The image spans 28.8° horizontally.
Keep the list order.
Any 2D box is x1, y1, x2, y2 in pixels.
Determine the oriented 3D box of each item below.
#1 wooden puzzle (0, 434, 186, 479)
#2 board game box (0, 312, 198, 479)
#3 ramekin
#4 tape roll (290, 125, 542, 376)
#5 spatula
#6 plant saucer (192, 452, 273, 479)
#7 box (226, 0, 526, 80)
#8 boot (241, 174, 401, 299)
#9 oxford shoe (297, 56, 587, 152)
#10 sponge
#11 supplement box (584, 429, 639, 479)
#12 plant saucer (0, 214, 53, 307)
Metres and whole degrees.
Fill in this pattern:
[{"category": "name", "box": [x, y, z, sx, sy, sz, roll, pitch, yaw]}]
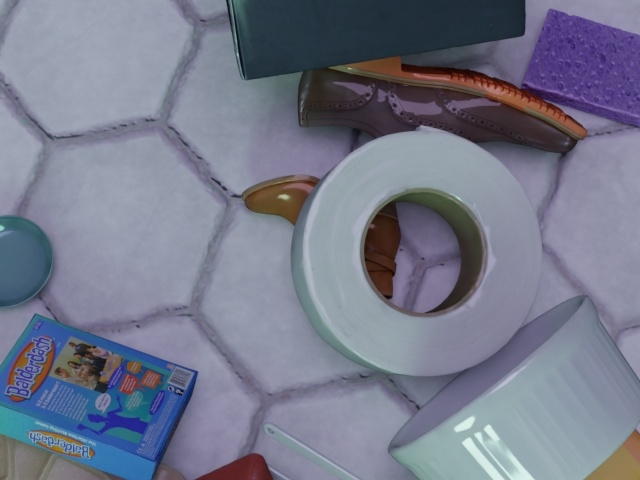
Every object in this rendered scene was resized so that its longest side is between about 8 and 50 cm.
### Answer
[{"category": "wooden puzzle", "box": [-0.367, 0.347, 1.422, 0.347, 0.080, 0.322, 25, 75, 3]}, {"category": "board game box", "box": [-0.265, 0.180, 1.432, 0.210, 0.047, 0.160, 20, 36, 2]}, {"category": "ramekin", "box": [0.221, 0.195, 1.361, 0.277, 0.277, 0.135, -38, 87, -10]}, {"category": "tape roll", "box": [0.110, 0.016, 1.455, 0.286, 0.100, 0.286, 1, 85, -9]}, {"category": "spatula", "box": [0.024, 0.303, 1.401, 0.242, 0.168, 0.019, 31, 40, 13]}, {"category": "plant saucer", "box": [-0.130, 0.403, 1.366, 0.258, 0.048, 0.259, -23, 91, -11]}, {"category": "box", "box": [0.043, -0.368, 1.511, 0.343, 0.179, 0.312, -9, 38, -2]}, {"category": "boot", "box": [0.000, 0.000, 1.526, 0.197, 0.073, 0.152, -1, 77, 3]}, {"category": "oxford shoe", "box": [0.149, -0.154, 1.565, 0.363, 0.130, 0.133, 16, 102, 2]}, {"category": "sponge", "box": [0.375, -0.216, 1.609, 0.210, 0.031, 0.117, 18, 74, 7]}, {"category": "supplement box", "box": [0.276, 0.302, 1.426, 0.233, 0.080, 0.078, -35, 75, -11]}, {"category": "plant saucer", "box": [-0.388, 0.028, 1.545, 0.119, 0.021, 0.119, 0, 73, 0]}]
